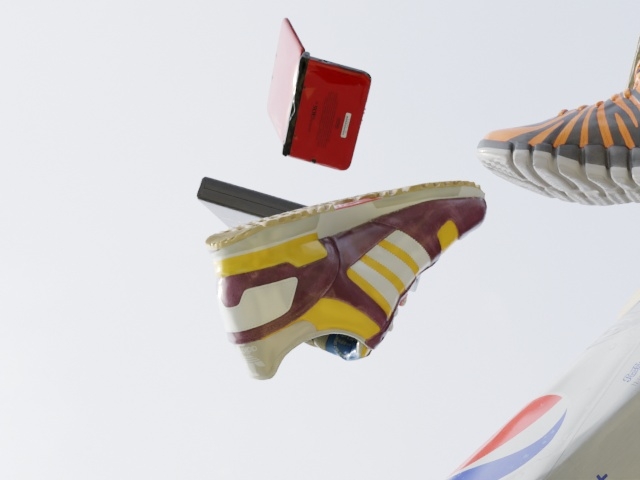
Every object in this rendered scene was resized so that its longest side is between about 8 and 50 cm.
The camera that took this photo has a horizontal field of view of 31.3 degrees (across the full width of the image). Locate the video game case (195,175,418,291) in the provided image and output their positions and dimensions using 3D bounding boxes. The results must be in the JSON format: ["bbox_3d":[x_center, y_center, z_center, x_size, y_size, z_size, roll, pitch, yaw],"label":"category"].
[{"bbox_3d":[0.000,0.000,1.088,0.196,0.274,0.026,17,-95,7],"label":"video game case"}]

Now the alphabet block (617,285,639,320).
[{"bbox_3d":[0.358,0.036,0.792,0.193,0.197,0.192,42,-102,7],"label":"alphabet block"}]

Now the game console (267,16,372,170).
[{"bbox_3d":[-0.005,-0.172,1.348,0.124,0.085,0.144,15,-47,2],"label":"game console"}]

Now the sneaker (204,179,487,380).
[{"bbox_3d":[0.022,0.018,0.615,0.185,0.069,0.084,-14,-86,-37],"label":"sneaker"}]

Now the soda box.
[{"bbox_3d":[0.136,0.146,0.616,0.286,0.091,0.098,-39,-81,-16],"label":"soda box"}]

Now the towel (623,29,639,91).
[{"bbox_3d":[0.568,-0.197,1.603,0.282,0.049,0.187,16,-76,10],"label":"towel"}]

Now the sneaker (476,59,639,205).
[{"bbox_3d":[0.339,-0.138,1.290,0.124,0.321,0.180,31,-109,-53],"label":"sneaker"}]
